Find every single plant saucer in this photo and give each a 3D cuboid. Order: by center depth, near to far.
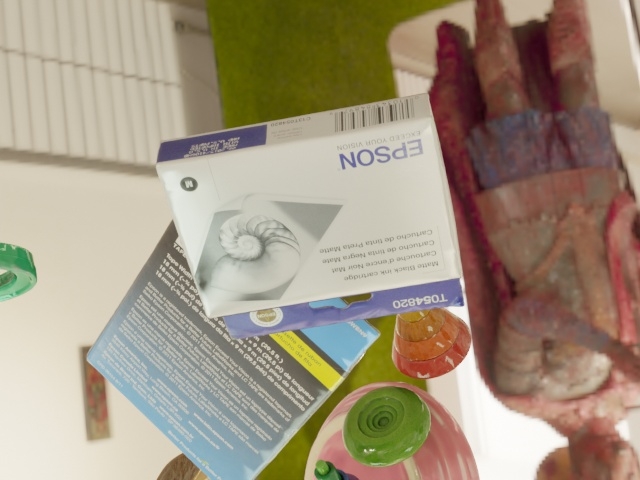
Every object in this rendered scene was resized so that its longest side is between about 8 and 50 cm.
[{"bbox_3d":[0.087,0.375,1.635,0.084,0.332,0.332,3,168,-42],"label":"plant saucer"}]

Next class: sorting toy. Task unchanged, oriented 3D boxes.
[{"bbox_3d":[0.083,0.201,1.507,0.127,0.366,0.126,8,141,34],"label":"sorting toy"}]

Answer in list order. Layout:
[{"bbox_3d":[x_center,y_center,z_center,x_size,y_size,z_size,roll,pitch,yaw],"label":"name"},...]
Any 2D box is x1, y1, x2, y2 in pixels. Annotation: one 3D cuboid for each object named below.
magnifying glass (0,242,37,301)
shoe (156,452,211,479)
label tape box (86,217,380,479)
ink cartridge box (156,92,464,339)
[{"bbox_3d":[-0.291,0.025,0.699,0.231,0.026,0.092,2,158,-38],"label":"magnifying glass"},{"bbox_3d":[-0.148,0.296,1.444,0.058,0.076,0.219,26,113,-33],"label":"shoe"},{"bbox_3d":[-0.083,0.093,1.202,0.334,0.240,0.106,-52,173,38],"label":"label tape box"},{"bbox_3d":[0.000,0.000,0.919,0.223,0.224,0.045,-10,-143,8],"label":"ink cartridge box"}]
